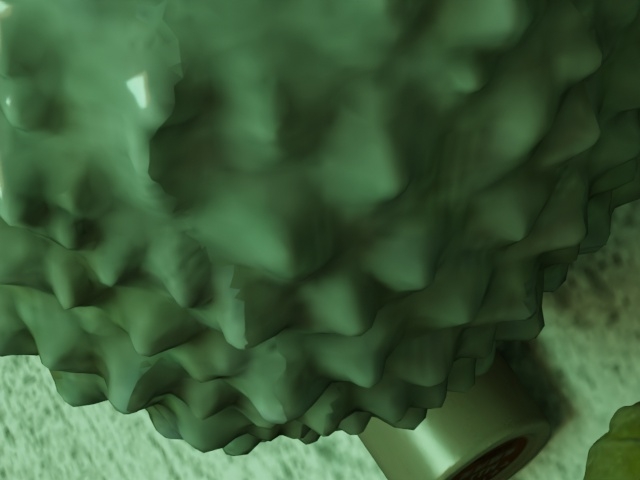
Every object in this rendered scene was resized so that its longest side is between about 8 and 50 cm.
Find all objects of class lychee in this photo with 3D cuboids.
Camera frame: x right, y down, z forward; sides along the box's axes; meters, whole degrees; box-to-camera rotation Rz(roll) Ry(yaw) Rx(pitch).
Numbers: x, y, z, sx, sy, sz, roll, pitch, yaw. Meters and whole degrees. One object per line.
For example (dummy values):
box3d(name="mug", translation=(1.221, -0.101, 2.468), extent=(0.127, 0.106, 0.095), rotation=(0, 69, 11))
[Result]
box3d(name="lychee", translation=(-0.035, -0.137, 0.610), extent=(0.380, 0.380, 0.432), rotation=(16, 130, 42))

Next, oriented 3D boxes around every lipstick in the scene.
box3d(name="lipstick", translation=(0.000, 0.000, 0.811), extent=(0.254, 0.070, 0.070), rotation=(55, 130, 23))

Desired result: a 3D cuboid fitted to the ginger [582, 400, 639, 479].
box3d(name="ginger", translation=(0.138, 0.230, 0.710), extent=(0.166, 0.080, 0.333), rotation=(-23, 78, 56))
